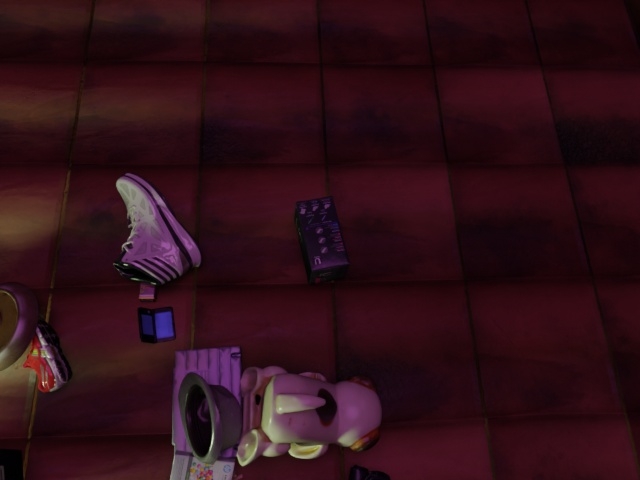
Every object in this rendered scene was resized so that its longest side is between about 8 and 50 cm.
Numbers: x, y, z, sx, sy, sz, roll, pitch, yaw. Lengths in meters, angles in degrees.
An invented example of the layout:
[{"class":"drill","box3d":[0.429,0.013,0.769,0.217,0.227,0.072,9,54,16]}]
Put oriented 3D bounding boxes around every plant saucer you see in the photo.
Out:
[{"class":"plant saucer","box3d":[-1.072,0.279,1.770,0.310,0.050,0.311,-6,68,15]}]

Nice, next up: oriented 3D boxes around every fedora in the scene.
[{"class":"fedora","box3d":[-0.327,0.535,1.652,0.124,0.244,0.275,1,39,-37]}]

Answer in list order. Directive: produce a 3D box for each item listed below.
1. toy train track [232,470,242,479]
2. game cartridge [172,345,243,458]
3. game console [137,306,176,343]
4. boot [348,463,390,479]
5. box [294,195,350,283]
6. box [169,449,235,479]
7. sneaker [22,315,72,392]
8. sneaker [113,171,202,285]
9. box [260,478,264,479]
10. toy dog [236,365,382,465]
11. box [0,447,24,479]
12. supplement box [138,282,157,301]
[{"class":"toy train track","box3d":[-0.276,0.741,1.716,0.048,0.014,0.083,-22,65,-5]},{"class":"game cartridge","box3d":[-0.369,0.533,1.770,0.230,0.068,0.355,-4,69,-2]},{"class":"game console","box3d":[-0.563,0.285,1.850,0.071,0.107,0.122,-20,68,18]},{"class":"boot","box3d":[0.182,0.831,1.667,0.246,0.094,0.207,19,72,10]},{"class":"box","box3d":[0.000,0.000,1.952,0.143,0.165,0.271,-11,69,-9]},{"class":"box","box3d":[-0.368,0.737,1.662,0.186,0.038,0.145,11,89,-7]},{"class":"sneaker","box3d":[-0.929,0.369,1.774,0.118,0.107,0.279,-30,71,-5]},{"class":"sneaker","box3d":[-0.643,-0.034,1.890,0.257,0.169,0.447,-34,76,-33]},{"class":"box","box3d":[-0.154,0.821,1.642,0.043,0.105,0.179,-13,70,-2]},{"class":"toy dog","box3d":[-0.008,0.507,1.645,0.407,0.395,0.285,12,50,-26]},{"class":"box","box3d":[-1.057,0.711,1.494,0.312,0.343,0.179,-15,69,-8]},{"class":"supplement box","box3d":[-0.608,0.172,1.905,0.054,0.043,0.083,1,68,-4]}]
